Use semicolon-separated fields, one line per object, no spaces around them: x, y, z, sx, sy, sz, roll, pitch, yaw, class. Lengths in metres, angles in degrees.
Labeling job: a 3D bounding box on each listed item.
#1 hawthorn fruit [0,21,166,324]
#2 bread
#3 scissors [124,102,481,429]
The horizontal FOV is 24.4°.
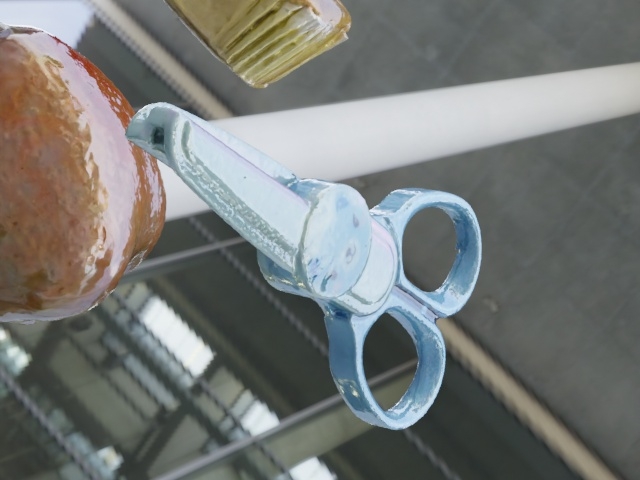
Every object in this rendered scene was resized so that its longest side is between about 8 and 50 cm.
-0.212;-0.065;1.063;0.199;0.199;0.251;5;-65;31;hawthorn fruit
-0.102;-0.273;1.366;0.119;0.152;0.288;-41;-93;8;bread
0.000;0.000;0.686;0.030;0.256;0.125;11;-106;37;scissors
